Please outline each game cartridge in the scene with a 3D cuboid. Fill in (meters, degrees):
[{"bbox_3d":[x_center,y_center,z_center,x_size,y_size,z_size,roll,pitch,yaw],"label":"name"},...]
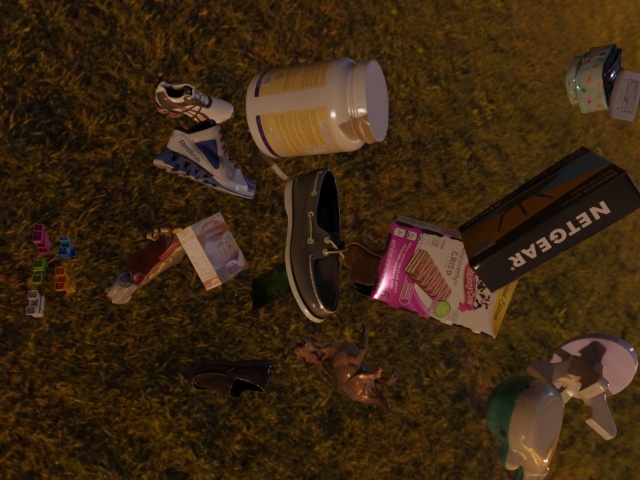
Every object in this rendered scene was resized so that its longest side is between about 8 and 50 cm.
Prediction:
[{"bbox_3d":[0.545,-0.258,0.875,0.056,0.017,0.083,3,101,-24],"label":"game cartridge"}]

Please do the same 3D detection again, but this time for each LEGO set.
[{"bbox_3d":[-0.631,0.079,1.170,0.087,0.093,0.227,-4,64,-11],"label":"LEGO set"}]

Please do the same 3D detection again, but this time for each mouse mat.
[{"bbox_3d":[-0.114,0.107,1.288,0.152,0.190,0.007,-30,112,2],"label":"mouse mat"}]

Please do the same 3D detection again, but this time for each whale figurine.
[{"bbox_3d":[0.451,0.431,1.104,0.216,0.141,0.272,-29,118,-35],"label":"whale figurine"}]

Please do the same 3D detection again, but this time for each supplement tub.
[{"bbox_3d":[-0.004,-0.352,1.312,0.241,0.331,0.241,0,90,-66],"label":"supplement tub"}]

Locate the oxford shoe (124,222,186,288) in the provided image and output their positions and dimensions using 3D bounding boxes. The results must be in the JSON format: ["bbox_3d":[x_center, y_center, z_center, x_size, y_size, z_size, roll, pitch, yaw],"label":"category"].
[{"bbox_3d":[-0.548,0.075,1.674,0.130,0.348,0.123,12,49,-50],"label":"oxford shoe"}]

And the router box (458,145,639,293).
[{"bbox_3d":[0.254,-0.027,0.568,0.046,0.179,0.133,49,20,-11],"label":"router box"}]

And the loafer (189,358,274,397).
[{"bbox_3d":[-0.222,0.339,1.189,0.078,0.220,0.080,-84,158,-47],"label":"loafer"}]

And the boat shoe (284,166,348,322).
[{"bbox_3d":[-0.003,-0.001,0.924,0.109,0.091,0.305,27,48,-48],"label":"boat shoe"}]

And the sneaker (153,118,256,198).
[{"bbox_3d":[-0.306,-0.245,1.424,0.315,0.127,0.182,22,86,-42],"label":"sneaker"}]

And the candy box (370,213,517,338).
[{"bbox_3d":[0.223,0.062,0.883,0.071,0.233,0.159,-52,157,-71],"label":"candy box"}]

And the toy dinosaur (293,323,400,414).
[{"bbox_3d":[0.079,0.358,1.321,0.296,0.200,0.127,54,15,23],"label":"toy dinosaur"}]

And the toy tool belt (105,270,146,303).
[{"bbox_3d":[-0.410,0.089,1.019,0.083,0.051,0.052,-49,159,1],"label":"toy tool belt"}]

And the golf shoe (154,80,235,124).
[{"bbox_3d":[-0.425,-0.468,1.675,0.272,0.120,0.105,5,69,-15],"label":"golf shoe"}]

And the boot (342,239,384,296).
[{"bbox_3d":[0.112,0.079,1.376,0.115,0.305,0.112,-41,109,-13],"label":"boot"}]

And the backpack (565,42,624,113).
[{"bbox_3d":[0.820,-0.476,1.466,0.188,0.144,0.166,-56,130,-35],"label":"backpack"}]

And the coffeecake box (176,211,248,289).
[{"bbox_3d":[-0.312,0.029,1.431,0.186,0.068,0.142,63,31,-7],"label":"coffeecake box"}]

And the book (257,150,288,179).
[{"bbox_3d":[-0.204,-0.329,2.133,0.144,0.035,0.096,47,6,10],"label":"book"}]

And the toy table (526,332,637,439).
[{"bbox_3d":[0.688,0.376,1.299,0.161,0.252,0.274,-36,149,-34],"label":"toy table"}]

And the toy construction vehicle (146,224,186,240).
[{"bbox_3d":[-0.448,-0.022,1.432,0.098,0.085,0.035,-31,116,-79],"label":"toy construction vehicle"}]
